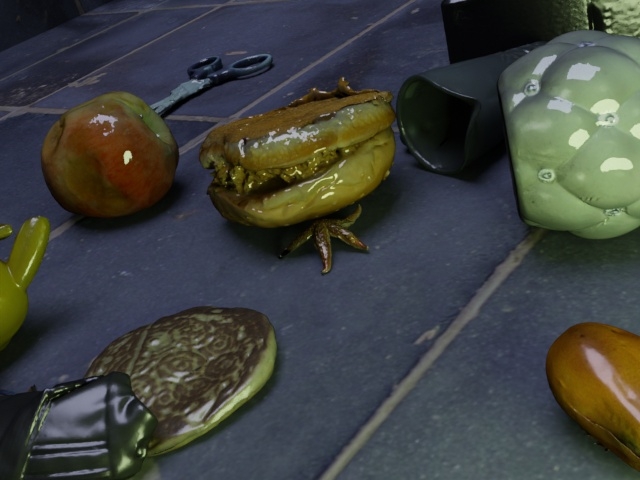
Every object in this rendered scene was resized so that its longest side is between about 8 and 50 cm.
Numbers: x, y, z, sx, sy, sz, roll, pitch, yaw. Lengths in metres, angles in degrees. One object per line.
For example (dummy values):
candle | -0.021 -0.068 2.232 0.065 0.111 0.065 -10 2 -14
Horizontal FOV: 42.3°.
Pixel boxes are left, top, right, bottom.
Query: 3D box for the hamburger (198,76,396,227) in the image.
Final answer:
hamburger | -0.024 -0.127 1.209 0.319 0.158 0.318 -19 20 7

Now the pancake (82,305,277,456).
pancake | -0.164 0.149 0.951 0.250 0.031 0.250 -13 28 7

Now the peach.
peach | -0.366 -0.136 1.412 0.236 0.214 0.214 -27 25 19

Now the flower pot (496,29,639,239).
flower pot | 0.317 -0.124 0.970 0.195 0.246 0.246 -10 29 11

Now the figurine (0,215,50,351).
figurine | -0.503 0.073 1.122 0.327 0.169 0.218 1 38 31

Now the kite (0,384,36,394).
kite | -0.382 0.226 0.952 0.160 0.010 0.183 0 33 29

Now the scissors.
scissors | -0.310 -0.350 1.918 0.256 0.029 0.383 10 39 41

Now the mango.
mango | 0.262 0.137 0.702 0.105 0.084 0.159 -10 45 -22

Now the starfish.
starfish | -0.002 -0.004 1.127 0.130 0.041 0.133 -13 28 9

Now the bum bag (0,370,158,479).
bum bag | -0.322 0.202 0.867 0.327 0.079 0.142 -11 50 12

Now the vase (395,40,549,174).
vase | 0.254 -0.218 1.288 0.301 0.156 0.251 -28 4 -32

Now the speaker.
speaker | 0.421 -0.387 1.459 0.389 0.180 0.184 -7 23 14
